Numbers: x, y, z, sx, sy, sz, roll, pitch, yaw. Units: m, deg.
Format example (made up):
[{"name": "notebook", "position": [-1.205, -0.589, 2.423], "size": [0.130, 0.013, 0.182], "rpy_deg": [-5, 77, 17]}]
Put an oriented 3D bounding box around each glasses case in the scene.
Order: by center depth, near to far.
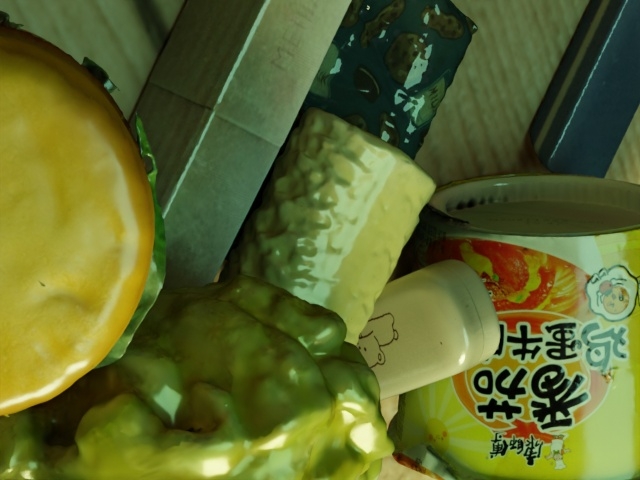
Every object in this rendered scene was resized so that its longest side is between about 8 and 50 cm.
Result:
[{"name": "glasses case", "position": [0.054, 0.073, 1.416], "size": [0.050, 0.196, 0.083], "rpy_deg": [-16, 83, -38]}]

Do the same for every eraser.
[{"name": "eraser", "position": [0.247, -0.152, 1.599], "size": [0.082, 0.036, 0.225], "rpy_deg": [24, 91, -47]}]

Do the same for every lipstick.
[{"name": "lipstick", "position": [-0.045, -0.143, 1.297], "size": [0.076, 0.080, 0.371], "rpy_deg": [26, 91, -47]}]

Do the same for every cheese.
[{"name": "cheese", "position": [0.000, 0.000, 1.354], "size": [0.123, 0.094, 0.167], "rpy_deg": [28, 88, -39]}]

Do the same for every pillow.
[{"name": "pillow", "position": [0.013, -0.087, 1.408], "size": [0.189, 0.034, 0.255], "rpy_deg": [27, 91, -49]}]

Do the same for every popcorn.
[{"name": "popcorn", "position": [-0.086, 0.133, 1.225], "size": [0.250, 0.235, 0.242], "rpy_deg": [-35, 119, -11]}]

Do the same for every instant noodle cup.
[{"name": "instant noodle cup", "position": [0.181, 0.064, 1.495], "size": [0.264, 0.264, 0.200], "rpy_deg": [-13, 109, -40]}]

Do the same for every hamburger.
[{"name": "hamburger", "position": [-0.212, -0.016, 1.114], "size": [0.246, 0.170, 0.246], "rpy_deg": [-3, 104, -10]}]
